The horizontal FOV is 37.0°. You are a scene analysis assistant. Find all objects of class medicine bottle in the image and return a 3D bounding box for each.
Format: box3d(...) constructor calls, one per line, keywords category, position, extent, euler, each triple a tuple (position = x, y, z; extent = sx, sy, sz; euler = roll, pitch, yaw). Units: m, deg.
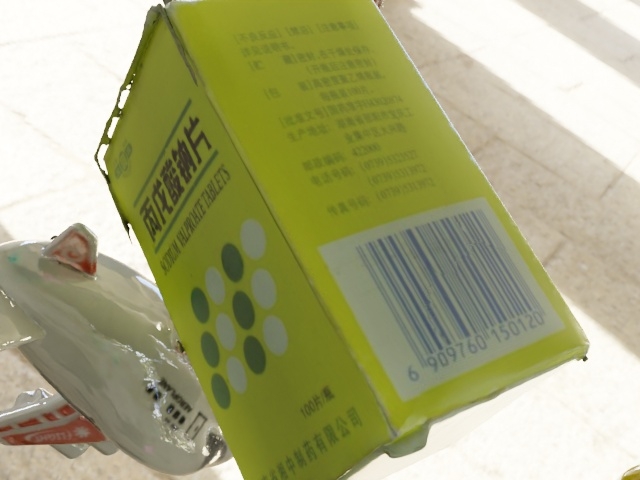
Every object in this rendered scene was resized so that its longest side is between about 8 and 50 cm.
box3d(category="medicine bottle", position=(0.000, 0.000, 0.507), extent=(0.141, 0.137, 0.250), euler=(-16, 68, -33))

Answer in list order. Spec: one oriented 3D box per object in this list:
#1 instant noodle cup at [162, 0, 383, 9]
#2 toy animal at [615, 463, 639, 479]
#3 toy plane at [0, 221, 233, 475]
box3d(category="instant noodle cup", position=(-0.047, -0.210, 0.876), extent=(0.193, 0.193, 0.212), euler=(28, -9, -1))
box3d(category="toy animal", position=(0.220, 0.215, 0.509), extent=(0.165, 0.149, 0.248), euler=(16, 44, 5))
box3d(category="toy plane", position=(-0.139, 0.085, 0.668), extent=(0.252, 0.252, 0.118), euler=(18, 39, -20))
